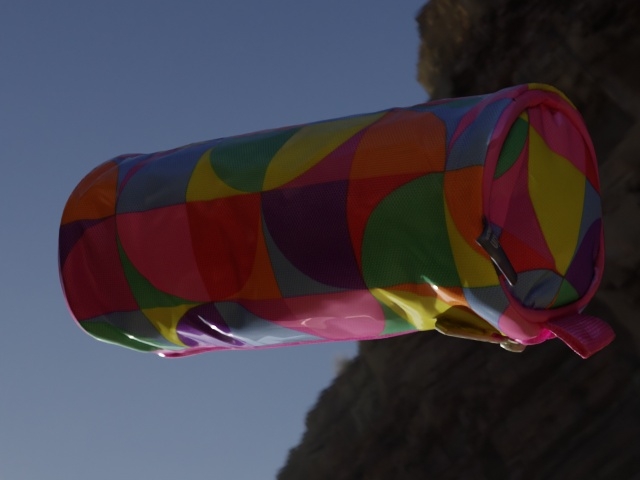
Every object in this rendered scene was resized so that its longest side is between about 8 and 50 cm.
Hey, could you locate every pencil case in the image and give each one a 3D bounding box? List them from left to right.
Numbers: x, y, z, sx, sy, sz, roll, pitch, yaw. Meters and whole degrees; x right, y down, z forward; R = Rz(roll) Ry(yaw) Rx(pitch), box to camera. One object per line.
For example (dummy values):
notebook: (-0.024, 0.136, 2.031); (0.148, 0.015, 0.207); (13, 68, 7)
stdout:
pencil case: (0.000, 0.000, 0.521); (0.236, 0.104, 0.104); (-4, -21, 38)
